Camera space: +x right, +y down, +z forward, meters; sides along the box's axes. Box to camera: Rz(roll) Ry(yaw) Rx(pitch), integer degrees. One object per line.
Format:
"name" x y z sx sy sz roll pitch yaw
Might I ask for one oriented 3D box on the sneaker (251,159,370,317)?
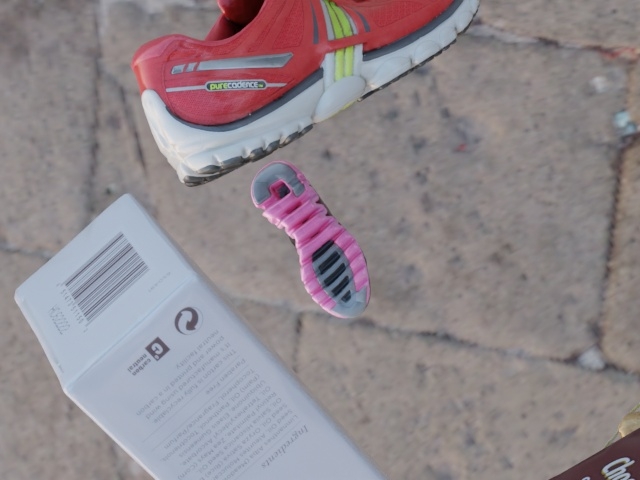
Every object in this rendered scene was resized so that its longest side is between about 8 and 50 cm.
"sneaker" 0.000 0.000 1.107 0.047 0.057 0.119 -32 77 7

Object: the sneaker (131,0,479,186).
"sneaker" -0.004 -0.141 1.059 0.107 0.279 0.118 -18 103 53

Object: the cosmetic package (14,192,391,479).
"cosmetic package" -0.082 0.187 1.624 0.161 0.230 0.453 -42 120 -2

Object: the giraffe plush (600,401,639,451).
"giraffe plush" 0.159 0.194 0.729 0.170 0.181 0.210 36 72 13

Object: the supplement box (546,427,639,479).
"supplement box" 0.170 0.107 0.328 0.194 0.129 0.191 -30 106 1
